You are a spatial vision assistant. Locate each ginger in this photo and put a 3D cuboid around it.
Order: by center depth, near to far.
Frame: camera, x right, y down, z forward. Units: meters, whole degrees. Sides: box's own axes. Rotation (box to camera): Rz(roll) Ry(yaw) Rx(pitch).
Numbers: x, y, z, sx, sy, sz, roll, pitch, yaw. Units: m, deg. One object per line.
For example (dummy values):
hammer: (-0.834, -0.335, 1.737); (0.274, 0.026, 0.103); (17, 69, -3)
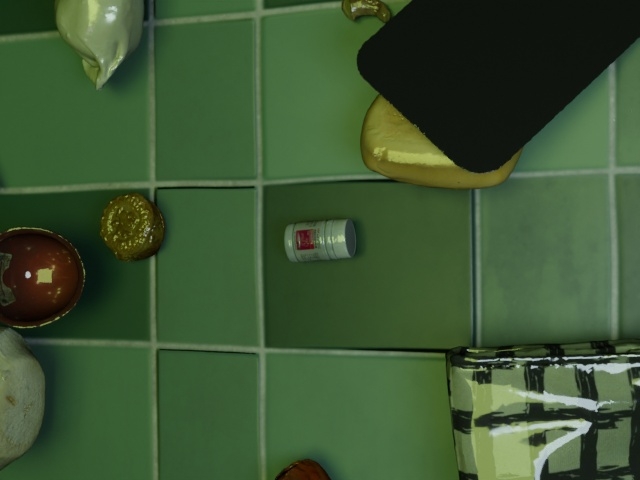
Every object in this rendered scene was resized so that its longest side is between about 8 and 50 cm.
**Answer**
ginger: (0.054, -0.335, 1.373); (0.097, 0.030, 0.048); (41, 101, 16)

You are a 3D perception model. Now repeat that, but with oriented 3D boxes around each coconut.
coconut: (-0.565, 0.237, 1.474); (0.266, 0.237, 0.237); (1, 90, 16)

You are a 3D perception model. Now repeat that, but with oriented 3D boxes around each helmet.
helmet: (-0.426, 0.053, 1.494); (0.175, 0.106, 0.155); (-14, 88, 13)

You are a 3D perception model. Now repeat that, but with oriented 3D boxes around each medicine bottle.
medicine bottle: (0.000, 0.000, 1.376); (0.091, 0.058, 0.058); (-5, 88, 18)

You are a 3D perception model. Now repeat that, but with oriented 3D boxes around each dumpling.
dumpling: (-0.332, -0.352, 1.453); (0.132, 0.162, 0.250); (-2, 102, -17)

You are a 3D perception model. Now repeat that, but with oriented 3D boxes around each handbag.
handbag: (0.333, 0.283, 1.215); (0.327, 0.162, 0.325); (-5, 91, 13)

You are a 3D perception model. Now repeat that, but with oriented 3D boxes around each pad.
pad: (0.271, -0.242, 1.265); (0.375, 0.063, 0.315); (-42, 75, -9)

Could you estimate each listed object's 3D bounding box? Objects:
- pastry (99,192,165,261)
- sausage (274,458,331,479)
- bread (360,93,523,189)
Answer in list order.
pastry: (-0.286, -0.019, 1.476); (0.097, 0.057, 0.109); (21, 94, 23)
sausage: (0.027, 0.465, 1.350); (0.102, 0.102, 0.330); (-29, 81, 16)
bread: (0.163, -0.133, 1.295); (0.217, 0.098, 0.147); (11, 65, 17)
